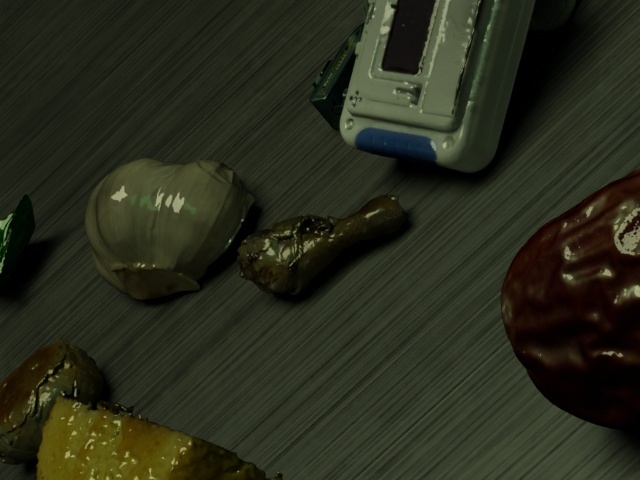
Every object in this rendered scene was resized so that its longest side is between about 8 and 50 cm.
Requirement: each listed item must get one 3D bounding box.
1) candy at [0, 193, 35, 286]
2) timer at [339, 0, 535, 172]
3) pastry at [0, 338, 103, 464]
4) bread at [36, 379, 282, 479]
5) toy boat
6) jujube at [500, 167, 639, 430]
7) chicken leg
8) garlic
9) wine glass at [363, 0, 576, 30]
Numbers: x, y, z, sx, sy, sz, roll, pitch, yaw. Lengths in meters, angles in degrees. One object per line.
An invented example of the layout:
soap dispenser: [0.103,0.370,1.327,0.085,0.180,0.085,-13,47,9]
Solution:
candy: [-0.461,0.027,1.910,0.141,0.078,0.203,-51,17,-31]
timer: [0.114,-0.202,1.357,0.178,0.078,0.253,13,90,42]
pastry: [-0.312,0.180,1.533,0.153,0.081,0.153,-34,34,27]
bread: [-0.153,0.234,1.203,0.260,0.160,0.147,9,66,48]
toy boat: [0.037,-0.198,1.581,0.060,0.055,0.141,6,58,46]
jujube: [0.242,0.036,0.921,0.243,0.183,0.183,-22,38,35]
chicken leg: [0.001,0.003,1.387,0.198,0.069,0.085,-20,14,26]
garlic: [-0.196,-0.034,1.593,0.229,0.143,0.178,-26,36,45]
wine glass: [0.158,-0.262,1.462,0.231,0.103,0.103,5,57,51]
